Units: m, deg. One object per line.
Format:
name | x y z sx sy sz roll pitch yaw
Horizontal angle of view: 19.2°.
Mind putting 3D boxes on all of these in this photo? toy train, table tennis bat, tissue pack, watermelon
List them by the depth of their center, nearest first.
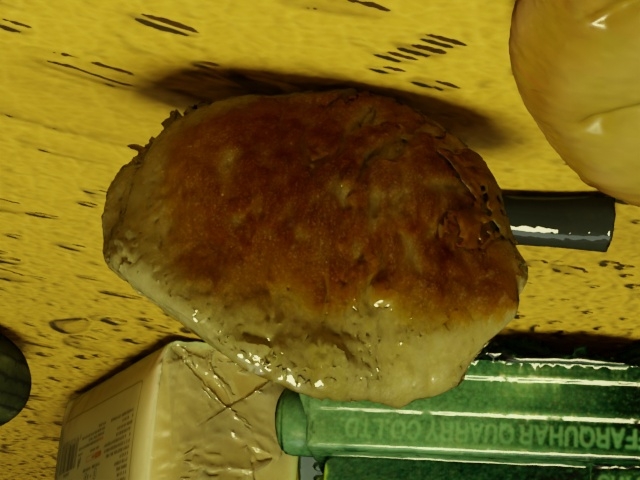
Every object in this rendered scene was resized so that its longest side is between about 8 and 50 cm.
table tennis bat | 0.036 -0.013 0.992 0.236 0.027 0.150 3 161 12
toy train | 0.130 0.158 1.235 0.330 0.178 0.138 1 161 8
watermelon | -0.244 0.094 1.306 0.078 0.078 0.110 -5 160 27
tissue pack | -0.110 0.178 1.384 0.125 0.159 0.234 13 160 -22

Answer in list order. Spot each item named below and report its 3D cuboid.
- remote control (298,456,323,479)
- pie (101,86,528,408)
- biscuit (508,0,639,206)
remote control | 0.021 0.218 1.494 0.072 0.042 0.222 -2 127 2
pie | 0.000 0.000 0.847 0.193 0.163 0.079 4 143 -15
biscuit | 0.151 -0.074 0.753 0.154 0.045 0.299 2 161 14
